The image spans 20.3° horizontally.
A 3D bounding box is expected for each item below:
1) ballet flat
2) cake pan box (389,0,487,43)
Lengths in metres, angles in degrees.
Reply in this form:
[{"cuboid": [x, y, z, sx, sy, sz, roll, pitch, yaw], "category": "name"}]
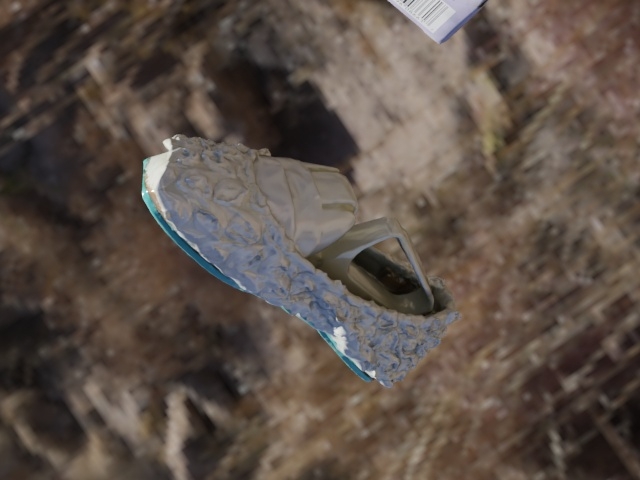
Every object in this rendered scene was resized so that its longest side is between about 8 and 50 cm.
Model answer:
[{"cuboid": [0.000, 0.000, 1.634, 0.409, 0.147, 0.147, 39, -169, -48], "category": "ballet flat"}, {"cuboid": [0.049, -0.264, 1.135, 0.267, 0.070, 0.246, 40, 157, -4], "category": "cake pan box"}]
